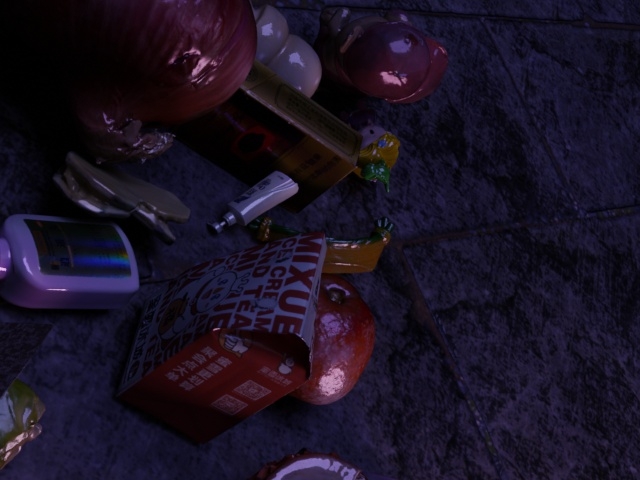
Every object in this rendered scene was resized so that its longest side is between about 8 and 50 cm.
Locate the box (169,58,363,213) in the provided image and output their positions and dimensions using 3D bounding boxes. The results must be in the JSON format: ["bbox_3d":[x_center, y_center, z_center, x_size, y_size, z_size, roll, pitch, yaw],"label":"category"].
[{"bbox_3d":[-0.078,-0.154,1.842,0.240,0.159,0.071,34,45,-24],"label":"box"}]

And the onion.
[{"bbox_3d":[-0.248,-0.294,1.643,0.354,0.354,0.353,25,47,-30],"label":"onion"}]

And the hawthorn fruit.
[{"bbox_3d":[-0.008,0.130,1.691,0.173,0.173,0.173,25,47,-30],"label":"hawthorn fruit"}]

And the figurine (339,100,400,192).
[{"bbox_3d":[0.090,-0.137,2.051,0.115,0.095,0.156,43,17,-44],"label":"figurine"}]

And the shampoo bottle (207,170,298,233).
[{"bbox_3d":[-0.099,-0.051,1.805,0.141,0.034,0.049,-36,58,-23],"label":"shampoo bottle"}]

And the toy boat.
[{"bbox_3d":[0.000,0.000,1.849,0.230,0.089,0.088,2,77,-17],"label":"toy boat"}]

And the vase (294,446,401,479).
[{"bbox_3d":[0.056,0.341,1.678,0.214,0.086,0.086,28,46,-21],"label":"vase"}]

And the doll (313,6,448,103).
[{"bbox_3d":[0.092,-0.299,2.034,0.196,0.256,0.152,-3,101,-22],"label":"doll"}]

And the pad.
[{"bbox_3d":[-0.404,0.132,1.289,0.158,0.235,0.003,-61,143,-48],"label":"pad"}]

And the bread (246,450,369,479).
[{"bbox_3d":[-0.017,0.367,1.529,0.224,0.142,0.212,49,59,-6],"label":"bread"}]

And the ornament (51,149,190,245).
[{"bbox_3d":[-0.276,-0.072,1.634,0.180,0.059,0.201,41,9,34],"label":"ornament"}]

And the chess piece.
[{"bbox_3d":[-0.126,-0.318,1.930,0.300,0.167,0.167,44,40,-22],"label":"chess piece"}]

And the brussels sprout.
[{"bbox_3d":[-0.372,0.196,1.310,0.122,0.149,0.151,47,50,-7],"label":"brussels sprout"}]

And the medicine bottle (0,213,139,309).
[{"bbox_3d":[-0.332,0.026,1.525,0.219,0.078,0.115,4,51,-43],"label":"medicine bottle"}]

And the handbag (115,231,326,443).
[{"bbox_3d":[-0.103,0.103,1.519,0.151,0.298,0.171,33,43,-22],"label":"handbag"}]
